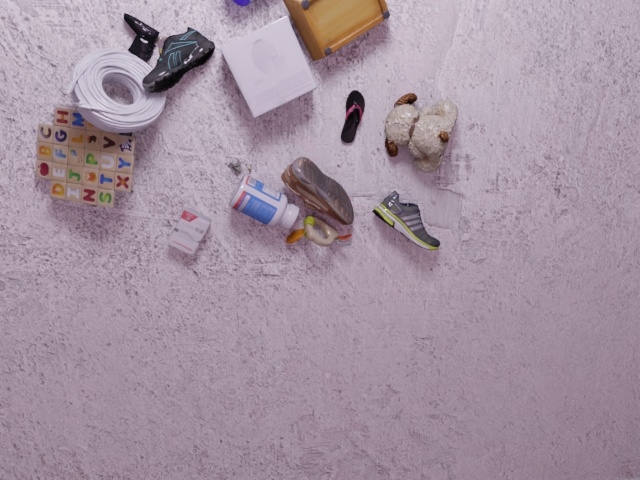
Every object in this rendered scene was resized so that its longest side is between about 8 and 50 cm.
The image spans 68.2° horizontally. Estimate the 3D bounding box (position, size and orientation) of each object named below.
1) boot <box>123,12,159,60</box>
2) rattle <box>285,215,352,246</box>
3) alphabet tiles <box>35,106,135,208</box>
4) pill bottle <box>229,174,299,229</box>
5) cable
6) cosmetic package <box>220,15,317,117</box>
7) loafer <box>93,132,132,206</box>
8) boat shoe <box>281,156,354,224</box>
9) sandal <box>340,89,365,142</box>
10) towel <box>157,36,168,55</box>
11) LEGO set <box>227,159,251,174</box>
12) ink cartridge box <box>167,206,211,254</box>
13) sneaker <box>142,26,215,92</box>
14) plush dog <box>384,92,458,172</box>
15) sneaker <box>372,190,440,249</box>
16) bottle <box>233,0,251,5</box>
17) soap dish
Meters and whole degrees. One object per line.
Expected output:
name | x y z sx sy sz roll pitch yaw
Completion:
boot | -0.559 -0.617 1.441 0.121 0.045 0.099 29 110 -14
rattle | 0.000 0.000 1.740 0.200 0.130 0.143 15 120 -41
alphabet tiles | -0.737 -0.258 1.474 0.342 0.011 0.285 10 99 11
pill bottle | -0.191 -0.124 1.633 0.221 0.124 0.124 28 103 -17
cable | -0.598 -0.439 1.402 0.257 0.089 0.257 23 60 -27
cosmetic package | -0.160 -0.537 1.480 0.224 0.138 0.224 -25 110 0
loafer | -0.703 -0.253 1.517 0.095 0.109 0.302 28 106 -13
boat shoe | -0.006 -0.162 1.667 0.116 0.123 0.324 -24 126 36
sandal | 0.113 -0.421 1.618 0.067 0.040 0.179 8 108 -12
towel | -0.464 -0.603 1.477 0.083 0.009 0.060 -4 109 -8
LEGO set | -0.277 -0.253 1.625 0.083 0.023 0.054 -9 111 -6
ink cartridge box | -0.459 -0.033 1.658 0.099 0.056 0.135 28 103 -17
sneaker | -0.444 -0.545 1.428 0.106 0.101 0.267 46 64 -9
plush dog | 0.327 -0.373 1.609 0.225 0.210 0.262 20 105 12
sneaker | 0.341 -0.068 1.750 0.300 0.111 0.121 34 97 -20
bottle | -0.150 -0.800 1.366 0.283 0.118 0.092 -29 100 20
soap dish | 0.060 -0.712 1.432 0.291 0.118 0.229 -32 132 2
